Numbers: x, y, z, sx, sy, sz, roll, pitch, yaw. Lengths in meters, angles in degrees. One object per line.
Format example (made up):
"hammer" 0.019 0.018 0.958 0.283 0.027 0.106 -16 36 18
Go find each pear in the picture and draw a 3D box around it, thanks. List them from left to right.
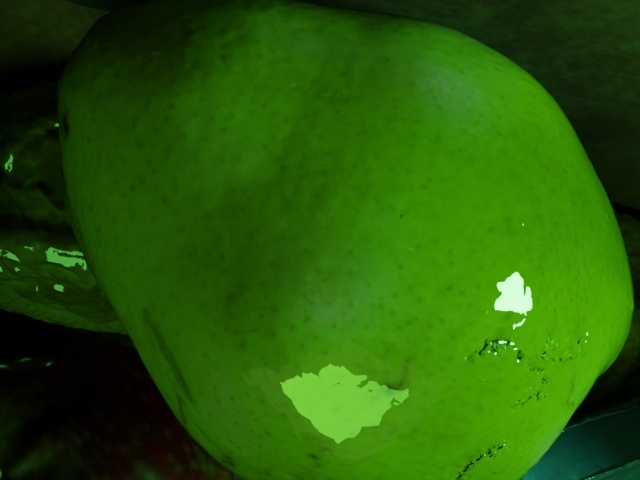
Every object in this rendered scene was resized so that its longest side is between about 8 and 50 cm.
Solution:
"pear" 0.012 -0.007 0.934 0.336 0.285 0.285 58 148 -2

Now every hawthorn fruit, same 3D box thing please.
"hawthorn fruit" -0.275 0.257 1.527 0.403 0.402 0.403 13 156 6

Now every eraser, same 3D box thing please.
"eraser" 0.244 0.126 1.092 0.312 0.042 0.144 -18 158 -19

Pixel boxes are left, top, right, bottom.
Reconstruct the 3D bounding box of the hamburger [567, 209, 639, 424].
"hamburger" 0.105 0.069 1.124 0.283 0.156 0.144 0 160 15

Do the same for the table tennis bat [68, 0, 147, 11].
"table tennis bat" -0.074 -0.174 0.875 0.301 0.022 0.173 0 152 32

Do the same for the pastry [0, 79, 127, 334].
"pastry" -0.135 -0.015 1.147 0.235 0.132 0.240 10 165 -10
